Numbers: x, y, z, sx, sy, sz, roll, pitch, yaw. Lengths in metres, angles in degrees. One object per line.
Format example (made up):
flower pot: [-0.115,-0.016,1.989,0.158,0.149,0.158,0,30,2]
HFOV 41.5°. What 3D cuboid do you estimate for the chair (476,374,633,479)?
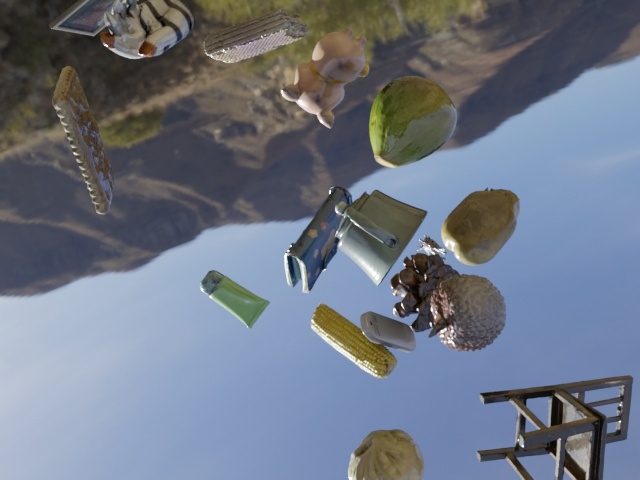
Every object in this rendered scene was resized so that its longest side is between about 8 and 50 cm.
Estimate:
chair: [0.612,0.468,2.005,0.416,0.203,0.240,-4,-166,-13]

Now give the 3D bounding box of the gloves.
gloves: [-0.372,-0.442,1.759,0.218,0.140,0.131,-35,-172,-34]

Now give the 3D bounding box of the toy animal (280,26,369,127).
toy animal: [0.029,-0.443,2.216,0.248,0.165,0.149,-55,-177,21]

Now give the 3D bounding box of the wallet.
wallet: [0.001,0.000,1.741,0.059,0.141,0.202,23,-122,17]

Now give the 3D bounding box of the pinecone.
pinecone: [0.279,0.138,2.243,0.202,0.229,0.201,-37,-142,2]

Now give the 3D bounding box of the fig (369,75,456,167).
fig: [0.209,-0.288,2.054,0.230,0.207,0.207,-39,-171,9]

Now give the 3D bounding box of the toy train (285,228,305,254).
toy train: [-0.013,-0.002,2.014,0.170,0.071,0.111,-43,-178,9]

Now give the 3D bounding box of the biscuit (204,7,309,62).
biscuit: [-0.155,-0.487,2.022,0.238,0.062,0.108,-13,174,25]

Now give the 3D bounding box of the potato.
potato: [0.490,-0.055,2.555,0.191,0.141,0.296,34,-117,23]

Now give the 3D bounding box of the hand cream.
hand cream: [-0.226,0.143,2.165,0.095,0.175,0.046,-53,-171,17]

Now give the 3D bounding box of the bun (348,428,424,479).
bun: [0.142,0.512,1.964,0.178,0.128,0.193,-40,-154,18]

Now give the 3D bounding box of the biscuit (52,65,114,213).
biscuit: [-0.562,-0.243,2.035,0.044,0.325,0.217,-12,-147,0]

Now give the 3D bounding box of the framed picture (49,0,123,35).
framed picture: [-0.584,-0.632,2.271,0.250,0.016,0.184,-29,174,22]

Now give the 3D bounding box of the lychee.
lychee: [0.299,0.152,1.764,0.197,0.165,0.165,-13,-172,-23]

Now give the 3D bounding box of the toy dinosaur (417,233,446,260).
toy dinosaur: [0.317,0.018,2.449,0.039,0.082,0.209,-44,-173,-9]

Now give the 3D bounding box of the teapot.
teapot: [0.090,-0.026,1.529,0.162,0.149,0.239,-55,176,5]

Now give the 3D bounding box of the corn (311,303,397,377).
corn: [0.081,0.256,2.134,0.081,0.248,0.081,-50,165,-19]

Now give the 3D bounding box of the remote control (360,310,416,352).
remote control: [0.172,0.229,2.109,0.022,0.077,0.245,-27,152,27]
